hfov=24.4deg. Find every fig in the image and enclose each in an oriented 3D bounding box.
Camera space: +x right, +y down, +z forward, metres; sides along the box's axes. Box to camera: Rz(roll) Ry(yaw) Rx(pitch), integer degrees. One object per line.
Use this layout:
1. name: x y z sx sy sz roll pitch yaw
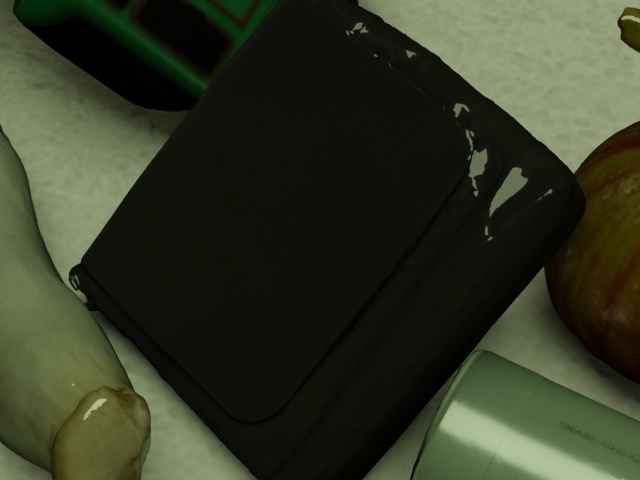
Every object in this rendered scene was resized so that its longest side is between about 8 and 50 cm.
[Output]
1. fig: 0.219 -0.012 0.827 0.175 0.207 0.175 5 48 -5

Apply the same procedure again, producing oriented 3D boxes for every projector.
1. projector: 0.211 0.173 0.765 0.337 0.108 0.108 24 60 15

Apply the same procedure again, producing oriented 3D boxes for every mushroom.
1. mushroom: -0.192 0.022 0.860 0.097 0.109 0.351 -8 47 -38

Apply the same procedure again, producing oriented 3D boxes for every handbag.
1. handbag: 0.000 0.000 0.847 0.223 0.080 0.247 43 99 26

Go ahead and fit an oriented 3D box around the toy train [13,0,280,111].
1. toy train: -0.137 -0.249 0.912 0.429 0.178 0.249 35 78 -27
